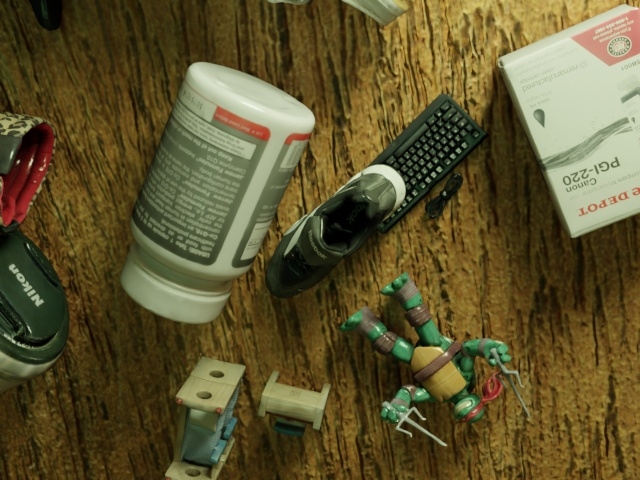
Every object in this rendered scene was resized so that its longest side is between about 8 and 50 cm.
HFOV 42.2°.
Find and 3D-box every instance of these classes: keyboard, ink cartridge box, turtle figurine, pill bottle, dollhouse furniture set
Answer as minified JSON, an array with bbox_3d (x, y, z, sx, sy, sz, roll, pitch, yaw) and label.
[{"bbox_3d":[0.126,-0.083,1.026,0.108,0.023,0.180,44,109,-5],"label":"keyboard"},{"bbox_3d":[0.316,-0.134,0.945,0.158,0.092,0.218,-22,103,15],"label":"ink cartridge box"},{"bbox_3d":[0.142,0.162,1.047,0.175,0.118,0.234,-41,81,3],"label":"turtle figurine"},{"bbox_3d":[-0.133,-0.054,1.002,0.161,0.161,0.283,26,108,1],"label":"pill bottle"},{"bbox_3d":[-0.095,0.255,1.103,0.183,0.129,0.129,12,108,5],"label":"dollhouse furniture set"}]

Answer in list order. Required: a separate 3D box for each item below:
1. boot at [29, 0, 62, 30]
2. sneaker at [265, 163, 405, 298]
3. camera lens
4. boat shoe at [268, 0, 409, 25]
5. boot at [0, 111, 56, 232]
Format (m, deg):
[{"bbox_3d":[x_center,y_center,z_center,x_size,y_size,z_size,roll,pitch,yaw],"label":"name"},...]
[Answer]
[{"bbox_3d":[-0.376,-0.317,1.024,0.099,0.045,0.121,-3,99,7],"label":"boot"},{"bbox_3d":[0.000,0.000,1.015,0.078,0.106,0.234,48,117,0],"label":"sneaker"},{"bbox_3d":[-0.487,0.112,1.075,0.274,0.219,0.219,-25,101,15],"label":"camera lens"},{"bbox_3d":[-0.030,-0.313,0.947,0.277,0.098,0.096,36,109,7],"label":"boat shoe"},{"bbox_3d":[-0.500,-0.072,0.957,0.284,0.377,0.138,11,121,0],"label":"boot"}]
